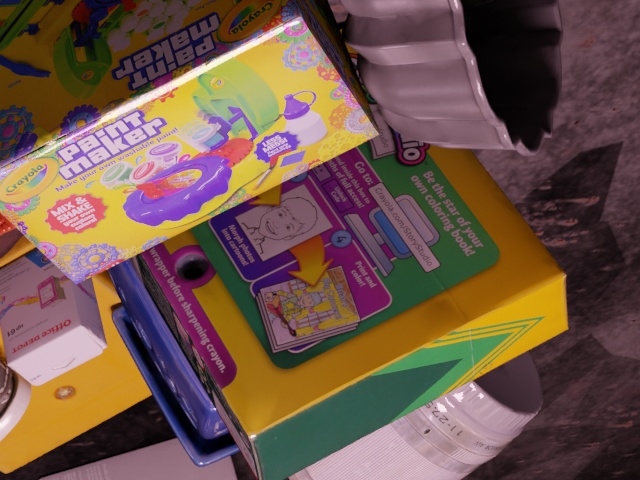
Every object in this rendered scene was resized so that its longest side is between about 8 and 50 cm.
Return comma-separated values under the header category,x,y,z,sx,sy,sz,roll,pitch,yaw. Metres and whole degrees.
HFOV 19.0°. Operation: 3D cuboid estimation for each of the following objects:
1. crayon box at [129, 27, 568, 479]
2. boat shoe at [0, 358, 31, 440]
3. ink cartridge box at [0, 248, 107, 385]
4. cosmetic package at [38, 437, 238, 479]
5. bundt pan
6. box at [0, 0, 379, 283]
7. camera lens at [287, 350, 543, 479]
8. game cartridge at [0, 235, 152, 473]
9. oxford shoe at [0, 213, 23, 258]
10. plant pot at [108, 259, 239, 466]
category,x,y,z,sx,sy,sz,roll,pitch,yaw
crayon box,0.000,0.000,1.752,0.313,0.363,0.106,-26,145,-11
boat shoe,-0.438,0.233,1.994,0.305,0.109,0.091,-46,124,-3
ink cartridge box,-0.270,0.070,1.898,0.088,0.122,0.052,-29,141,11
cosmetic package,-0.213,0.326,2.355,0.238,0.107,0.127,-17,144,-8
bundt pan,0.101,-0.228,1.613,0.124,0.331,0.331,-6,150,22
box,-0.147,-0.169,1.579,0.290,0.279,0.177,-25,144,9
camera lens,0.092,0.193,2.217,0.274,0.219,0.219,-39,140,25
game cartridge,-0.325,0.118,2.077,0.285,0.053,0.324,-29,141,13
oxford shoe,-0.316,-0.040,1.858,0.271,0.097,0.098,-40,175,15
plant pot,-0.078,0.080,1.955,0.236,0.236,0.212,-24,156,-22
